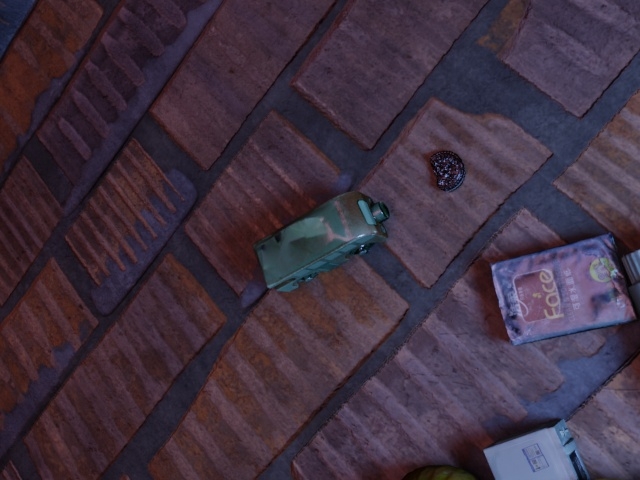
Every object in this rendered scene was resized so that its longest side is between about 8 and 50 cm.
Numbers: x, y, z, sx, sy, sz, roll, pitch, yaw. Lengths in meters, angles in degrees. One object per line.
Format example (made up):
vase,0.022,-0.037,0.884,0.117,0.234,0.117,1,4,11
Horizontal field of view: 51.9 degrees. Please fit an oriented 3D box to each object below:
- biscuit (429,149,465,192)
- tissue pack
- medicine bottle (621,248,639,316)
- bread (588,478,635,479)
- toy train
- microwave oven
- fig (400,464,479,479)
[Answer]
biscuit,0.270,-0.150,1.419,0.089,0.027,0.087,22,94,28
tissue pack,0.462,0.096,1.260,0.236,0.073,0.173,-16,76,26
medicine bottle,0.638,0.150,1.108,0.158,0.158,0.318,-24,74,25
bread,0.579,0.464,1.077,0.305,0.091,0.141,-1,77,0
toy train,0.000,0.000,1.479,0.326,0.159,0.129,-29,74,22
microwave oven,0.418,0.456,1.215,0.162,0.122,0.208,-28,71,24
fig,0.203,0.527,1.213,0.217,0.321,0.216,-6,76,27
